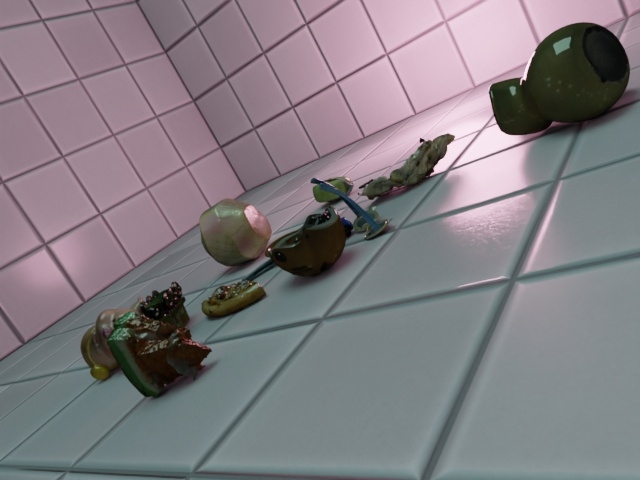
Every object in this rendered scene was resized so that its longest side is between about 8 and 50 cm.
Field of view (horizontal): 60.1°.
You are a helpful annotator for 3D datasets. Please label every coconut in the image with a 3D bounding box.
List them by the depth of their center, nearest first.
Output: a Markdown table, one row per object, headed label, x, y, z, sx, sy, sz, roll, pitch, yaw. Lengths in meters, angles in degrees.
| label | x | y | z | sx | sy | sz | roll | pitch | yaw |
| --- | --- | --- | --- | --- | --- | --- | --- | --- | --- |
| coconut | -0.313 | -0.027 | 1.968 | 0.259 | 0.259 | 0.259 | -27 | 13 | 7 |

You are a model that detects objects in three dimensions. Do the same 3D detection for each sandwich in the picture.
| label | x | y | z | sx | sy | sz | roll | pitch | yaw |
| --- | --- | --- | --- | --- | --- | --- | --- | --- | --- |
| sandwich | -0.346 | 0.232 | 1.171 | 0.159 | 0.185 | 0.109 | -24 | 21 | 33 |

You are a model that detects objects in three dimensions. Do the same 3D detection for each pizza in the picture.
| label | x | y | z | sx | sy | sz | roll | pitch | yaw |
| --- | --- | --- | --- | --- | --- | --- | --- | --- | --- |
| pizza | -0.250 | 0.157 | 1.515 | 0.246 | 0.058 | 0.127 | -11 | 21 | 47 |

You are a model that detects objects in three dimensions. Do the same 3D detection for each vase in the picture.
| label | x | y | z | sx | sy | sz | roll | pitch | yaw |
| --- | --- | --- | --- | --- | --- | --- | --- | --- | --- |
| vase | 0.665 | -0.411 | 1.475 | 0.329 | 0.241 | 0.302 | -5 | -13 | -26 |

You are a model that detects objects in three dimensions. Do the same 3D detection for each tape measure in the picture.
| label | x | y | z | sx | sy | sz | roll | pitch | yaw |
| --- | --- | --- | --- | --- | --- | --- | --- | --- | --- |
| tape measure | 0.045 | -0.198 | 2.170 | 0.154 | 0.088 | 0.177 | -22 | 10 | -26 |

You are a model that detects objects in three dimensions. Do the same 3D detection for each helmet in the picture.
| label | x | y | z | sx | sy | sz | roll | pitch | yaw |
| --- | --- | --- | --- | --- | --- | --- | --- | --- | --- |
| helmet | -0.024 | 0.018 | 1.411 | 0.224 | 0.130 | 0.198 | -29 | 9 | 39 |

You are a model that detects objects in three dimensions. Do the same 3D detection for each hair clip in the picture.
| label | x | y | z | sx | sy | sz | roll | pitch | yaw |
| --- | --- | --- | --- | --- | --- | --- | --- | --- | --- |
| hair clip | -0.139 | 0.068 | 1.690 | 0.229 | 0.039 | 0.070 | -33 | 12 | 4 |

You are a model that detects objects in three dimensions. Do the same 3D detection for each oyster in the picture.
| label | x | y | z | sx | sy | sz | roll | pitch | yaw |
| --- | --- | --- | --- | --- | --- | --- | --- | --- | --- |
| oyster | 0.288 | -0.223 | 1.773 | 0.354 | 0.107 | 0.201 | -39 | -9 | 11 |

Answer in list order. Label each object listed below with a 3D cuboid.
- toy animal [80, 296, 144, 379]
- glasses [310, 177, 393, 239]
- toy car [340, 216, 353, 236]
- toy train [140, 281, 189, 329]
| label | x | y | z | sx | sy | sz | roll | pitch | yaw |
| --- | --- | --- | --- | --- | --- | --- | --- | --- | --- |
| toy animal | -0.577 | 0.282 | 1.535 | 0.248 | 0.165 | 0.149 | -30 | -8 | 23 |
| glasses | 0.065 | -0.082 | 1.487 | 0.088 | 0.220 | 0.190 | -62 | 18 | 9 |
| toy car | 0.000 | 0.000 | 1.571 | 0.216 | 0.063 | 0.103 | -37 | 16 | -31 |
| toy train | -0.427 | 0.204 | 1.552 | 0.090 | 0.137 | 0.225 | -22 | 9 | 2 |
